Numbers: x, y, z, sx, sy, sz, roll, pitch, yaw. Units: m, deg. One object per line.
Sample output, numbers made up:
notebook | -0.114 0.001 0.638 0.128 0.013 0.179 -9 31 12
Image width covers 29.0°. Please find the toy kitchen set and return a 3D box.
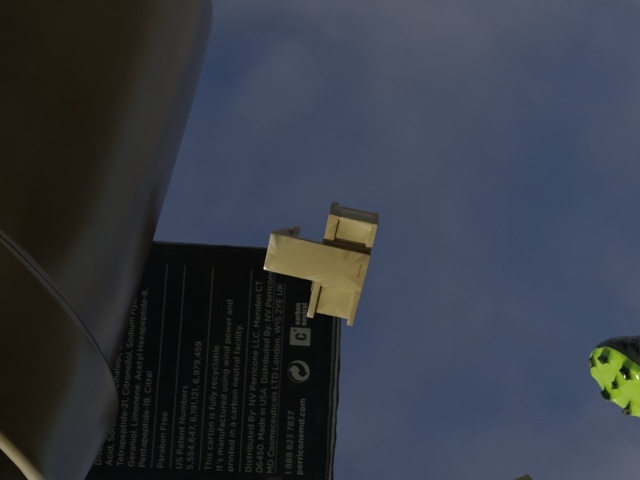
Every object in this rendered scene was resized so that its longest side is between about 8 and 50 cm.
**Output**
toy kitchen set | 0.000 0.000 0.858 0.068 0.075 0.083 12 -59 -1

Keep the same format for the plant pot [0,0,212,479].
plant pot | -0.199 -0.055 0.614 0.323 0.323 0.280 47 -122 -32

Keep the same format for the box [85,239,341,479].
box | -0.191 0.130 1.131 0.396 0.293 0.211 3 -104 -5

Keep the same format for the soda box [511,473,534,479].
soda box | 0.217 0.353 1.560 0.181 0.058 0.061 -6 -46 -47

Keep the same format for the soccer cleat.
soccer cleat | 0.256 0.090 0.879 0.072 0.179 0.060 -23 -87 -19
